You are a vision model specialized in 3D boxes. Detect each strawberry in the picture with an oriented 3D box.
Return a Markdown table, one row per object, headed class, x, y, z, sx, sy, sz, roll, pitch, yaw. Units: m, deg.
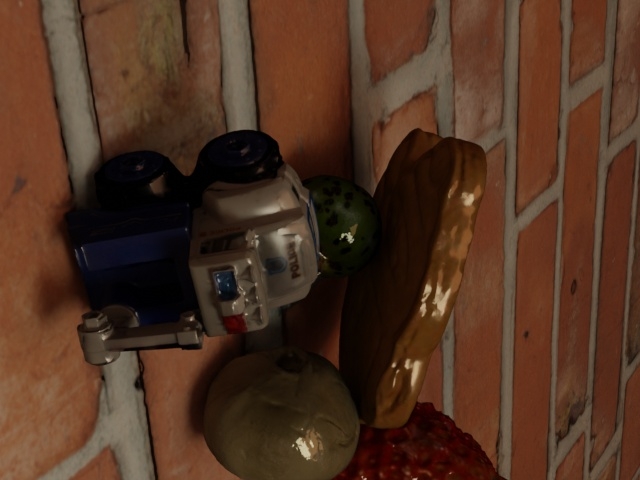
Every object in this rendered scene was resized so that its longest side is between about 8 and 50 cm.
| class | x | y | z | sx | sy | sz | roll | pitch | yaw |
| --- | --- | --- | --- | --- | --- | --- | --- | --- | --- |
| strawberry | 0.129 | 0.347 | 1.325 | 0.267 | 0.351 | 0.312 | -46 | 144 | -29 |

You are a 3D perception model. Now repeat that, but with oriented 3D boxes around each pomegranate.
| class | x | y | z | sx | sy | sz | roll | pitch | yaw |
| --- | --- | --- | --- | --- | --- | --- | --- | --- | --- |
| pomegranate | 0.000 | 0.000 | 1.200 | 0.161 | 0.122 | 0.122 | -60 | 145 | -34 |

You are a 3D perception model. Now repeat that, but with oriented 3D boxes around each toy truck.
| class | x | y | z | sx | sy | sz | roll | pitch | yaw |
| --- | --- | --- | --- | --- | --- | --- | --- | --- | --- |
| toy truck | -0.106 | 0.017 | 0.955 | 0.177 | 0.213 | 0.161 | -96 | 176 | -60 |

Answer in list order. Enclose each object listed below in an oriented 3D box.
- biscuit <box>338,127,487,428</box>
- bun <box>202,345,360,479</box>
| class | x | y | z | sx | sy | sz | roll | pitch | yaw |
| --- | --- | --- | --- | --- | --- | --- | --- | --- | --- |
| biscuit | 0.085 | 0.030 | 1.240 | 0.312 | 0.057 | 0.351 | -102 | -151 | -63 |
| bun | -0.037 | 0.173 | 1.171 | 0.173 | 0.166 | 0.113 | -79 | 179 | -65 |
